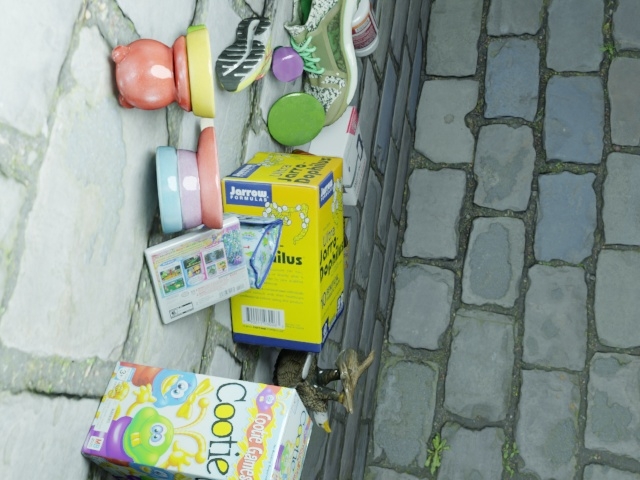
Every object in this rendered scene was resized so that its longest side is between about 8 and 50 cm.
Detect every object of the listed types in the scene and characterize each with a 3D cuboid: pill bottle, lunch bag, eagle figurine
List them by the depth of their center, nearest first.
[{"bbox_3d":[-0.148,0.004,1.294,0.151,0.129,0.096,-66,157,-48],"label":"lunch bag"},{"bbox_3d":[-0.047,0.338,1.598,0.226,0.298,0.225,14,66,-57],"label":"eagle figurine"},{"bbox_3d":[0.092,-0.590,1.962,0.221,0.121,0.121,34,63,-73],"label":"pill bottle"}]

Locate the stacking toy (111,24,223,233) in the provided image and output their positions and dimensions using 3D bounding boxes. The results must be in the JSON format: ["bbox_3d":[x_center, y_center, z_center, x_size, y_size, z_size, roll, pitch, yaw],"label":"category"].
[{"bbox_3d":[-0.225,-0.178,1.089,0.279,0.130,0.308,-110,-162,-59],"label":"stacking toy"}]

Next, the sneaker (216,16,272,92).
[{"bbox_3d":[-0.129,-0.326,1.336,0.094,0.082,0.208,83,19,-45],"label":"sneaker"}]

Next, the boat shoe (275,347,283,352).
[{"bbox_3d":[-0.066,0.147,1.701,0.109,0.098,0.302,-59,150,-58],"label":"boat shoe"}]

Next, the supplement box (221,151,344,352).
[{"bbox_3d":[-0.066,0.020,1.470,0.194,0.195,0.356,-54,146,-62],"label":"supplement box"}]

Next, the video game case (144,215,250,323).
[{"bbox_3d":[-0.194,0.048,1.164,0.157,0.019,0.143,-22,128,-23],"label":"video game case"}]

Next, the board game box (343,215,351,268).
[{"bbox_3d":[0.040,0.013,2.144,0.243,0.042,0.165,-12,107,-74],"label":"board game box"}]

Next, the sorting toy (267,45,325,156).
[{"bbox_3d":[-0.062,-0.274,1.623,0.126,0.127,0.365,-112,-170,-52],"label":"sorting toy"}]

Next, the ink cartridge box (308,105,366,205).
[{"bbox_3d":[0.052,-0.230,1.987,0.237,0.100,0.172,69,31,-58],"label":"ink cartridge box"}]

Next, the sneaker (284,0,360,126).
[{"bbox_3d":[-0.022,-0.464,1.665,0.182,0.158,0.410,-16,117,-40],"label":"sneaker"}]

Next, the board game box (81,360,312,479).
[{"bbox_3d":[-0.169,0.283,1.040,0.142,0.275,0.144,74,26,-55],"label":"board game box"}]

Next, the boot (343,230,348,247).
[{"bbox_3d":[0.000,0.000,1.928,0.219,0.082,0.106,44,62,-51],"label":"boot"}]
